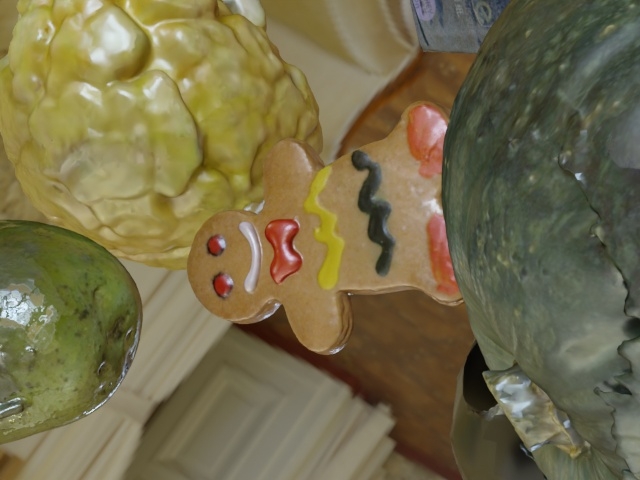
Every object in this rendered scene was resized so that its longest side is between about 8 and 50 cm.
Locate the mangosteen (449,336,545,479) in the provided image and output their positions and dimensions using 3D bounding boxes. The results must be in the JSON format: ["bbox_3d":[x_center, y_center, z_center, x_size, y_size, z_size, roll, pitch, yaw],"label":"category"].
[{"bbox_3d":[0.309,0.142,1.267,0.381,0.421,0.381,4,163,1],"label":"mangosteen"}]

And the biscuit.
[{"bbox_3d":[0.000,0.000,0.960,0.250,0.165,0.036,-15,169,31],"label":"biscuit"}]

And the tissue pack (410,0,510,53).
[{"bbox_3d":[0.125,-0.195,0.957,0.156,0.051,0.112,12,121,53],"label":"tissue pack"}]

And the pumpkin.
[{"bbox_3d":[0.192,0.013,0.591,0.328,0.257,0.291,65,176,-26],"label":"pumpkin"}]

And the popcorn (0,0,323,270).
[{"bbox_3d":[-0.192,-0.133,1.471,0.344,0.354,0.390,-26,104,20],"label":"popcorn"}]

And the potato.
[{"bbox_3d":[-0.264,0.070,1.016,0.228,0.197,0.148,12,161,18],"label":"potato"}]
